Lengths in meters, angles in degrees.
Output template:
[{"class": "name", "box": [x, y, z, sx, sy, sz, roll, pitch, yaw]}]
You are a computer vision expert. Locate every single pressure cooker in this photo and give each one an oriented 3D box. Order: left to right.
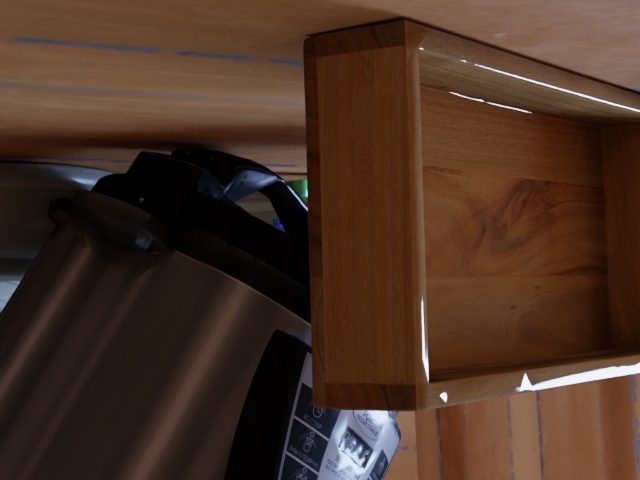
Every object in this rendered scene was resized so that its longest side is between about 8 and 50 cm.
[{"class": "pressure cooker", "box": [-0.123, 0.133, 1.175, 0.376, 0.420, 0.370, 32, 161, -8]}]

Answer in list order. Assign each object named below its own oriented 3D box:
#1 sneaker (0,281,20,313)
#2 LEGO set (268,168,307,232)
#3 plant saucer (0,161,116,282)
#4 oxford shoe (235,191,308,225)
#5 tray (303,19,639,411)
[{"class": "sneaker", "box": [-0.457, 0.049, 1.515, 0.292, 0.118, 0.110, 16, 141, -11]}, {"class": "LEGO set", "box": [0.006, -0.030, 1.346, 0.227, 0.087, 0.093, -2, 177, -25]}, {"class": "plant saucer", "box": [-0.389, -0.008, 1.306, 0.401, 0.100, 0.400, -3, 176, 0]}, {"class": "oxford shoe", "box": [0.000, 0.000, 1.521, 0.450, 0.130, 0.169, -4, 175, 1]}, {"class": "tray", "box": [0.134, -0.007, 0.859, 0.076, 0.202, 0.411, -4, 177, 33]}]
